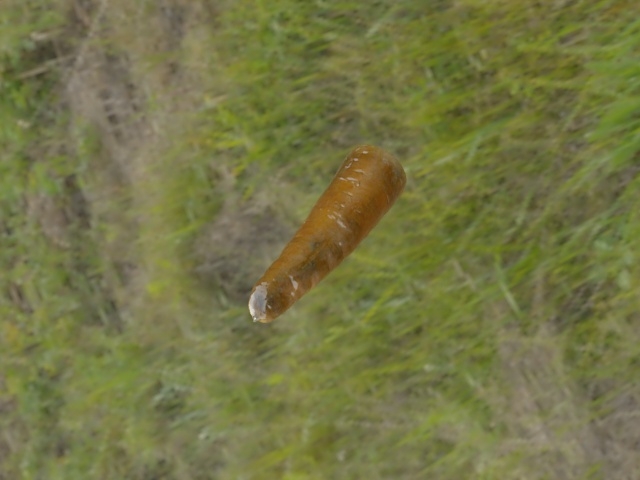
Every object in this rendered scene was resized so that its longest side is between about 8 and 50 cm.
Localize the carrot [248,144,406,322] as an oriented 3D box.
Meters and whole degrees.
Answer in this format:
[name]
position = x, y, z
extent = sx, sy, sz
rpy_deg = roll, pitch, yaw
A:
[carrot]
position = 0.000, 0.000, 1.195
extent = 0.061, 0.209, 0.061
rpy_deg = 21, 137, 21
